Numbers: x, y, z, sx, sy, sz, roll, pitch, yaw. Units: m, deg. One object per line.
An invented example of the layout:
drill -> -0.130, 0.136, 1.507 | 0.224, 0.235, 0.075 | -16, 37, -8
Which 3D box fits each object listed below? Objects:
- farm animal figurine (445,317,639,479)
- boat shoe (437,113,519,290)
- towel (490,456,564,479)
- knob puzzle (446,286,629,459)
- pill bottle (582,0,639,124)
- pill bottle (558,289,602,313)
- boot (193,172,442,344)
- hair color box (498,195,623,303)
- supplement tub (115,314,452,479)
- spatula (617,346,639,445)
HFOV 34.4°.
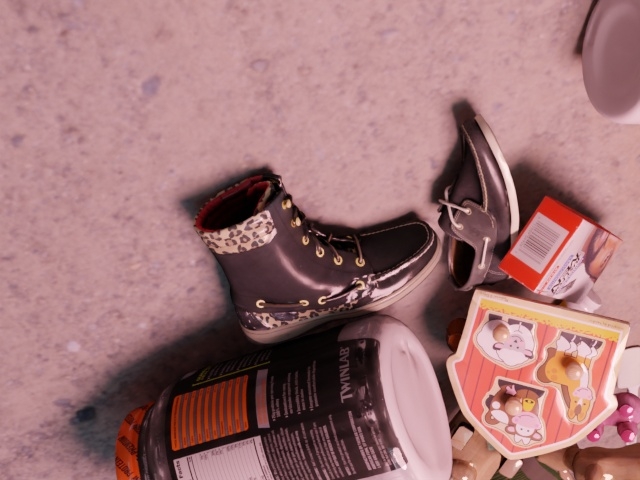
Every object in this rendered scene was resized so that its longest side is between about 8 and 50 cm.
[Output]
farm animal figurine -> 0.239, 0.232, 1.279 | 0.327, 0.172, 0.330 | -41, 94, 21
boat shoe -> 0.164, -0.031, 1.094 | 0.079, 0.084, 0.233 | -17, 137, -4
towel -> 0.180, 0.362, 1.387 | 0.325, 0.248, 0.038 | -13, 93, -6
knob puzzle -> 0.233, 0.162, 1.148 | 0.213, 0.030, 0.213 | 4, 108, 12
pill bottle -> 0.392, -0.177, 0.997 | 0.246, 0.136, 0.136 | 0, 131, -18
pill bottle -> 0.311, 0.097, 1.287 | 0.043, 0.043, 0.083 | 20, 123, -32
boot -> 0.000, 0.001, 1.071 | 0.236, 0.085, 0.178 | -23, 131, 2
hair color box -> 0.266, 0.014, 1.132 | 0.093, 0.053, 0.167 | -58, 152, 11
supplement tub -> -0.043, 0.221, 1.146 | 0.338, 0.207, 0.207 | -19, 136, 21
spatula -> 0.504, 0.209, 1.473 | 0.168, 0.019, 0.242 | -19, 134, -2
